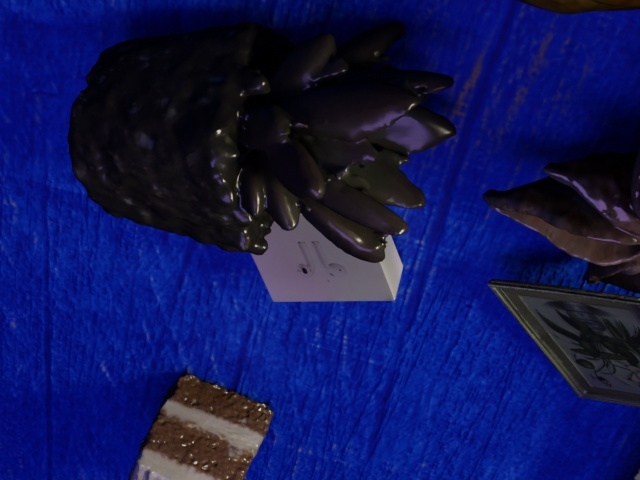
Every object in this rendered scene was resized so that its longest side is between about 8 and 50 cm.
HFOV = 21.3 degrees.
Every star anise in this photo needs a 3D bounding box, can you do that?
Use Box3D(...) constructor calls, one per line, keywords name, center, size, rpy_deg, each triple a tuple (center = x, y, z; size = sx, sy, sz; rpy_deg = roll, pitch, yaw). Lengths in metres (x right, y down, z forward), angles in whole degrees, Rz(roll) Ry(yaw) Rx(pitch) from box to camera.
Box3D(name="star anise", center=(0.324, -0.031, 1.450), size=(0.292, 0.109, 0.349), rpy_deg=(11, 158, -27))

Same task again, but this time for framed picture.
Box3D(name="framed picture", center=(0.281, 0.107, 1.646), size=(0.173, 0.010, 0.231), rpy_deg=(6, 151, 40))

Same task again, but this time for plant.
Box3D(name="plant", center=(-0.044, -0.092, 1.471), size=(0.320, 0.194, 0.181), rpy_deg=(7, 153, 18))

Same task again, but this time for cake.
Box3D(name="cake", center=(-0.142, 0.253, 1.924), size=(0.134, 0.147, 0.135), rpy_deg=(21, 139, -6))

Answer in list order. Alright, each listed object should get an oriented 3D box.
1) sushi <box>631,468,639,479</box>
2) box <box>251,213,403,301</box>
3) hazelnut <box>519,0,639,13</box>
Box3D(name="sushi", center=(0.481, 0.264, 1.744), size=(0.320, 0.069, 0.339), rpy_deg=(19, 148, 3))
Box3D(name="box", center=(0.000, 0.000, 1.648), size=(0.130, 0.051, 0.129), rpy_deg=(-1, 138, 21))
Box3D(name="hazelnut", center=(0.193, -0.260, 1.182), size=(0.208, 0.208, 0.208), rpy_deg=(10, 141, 8))
